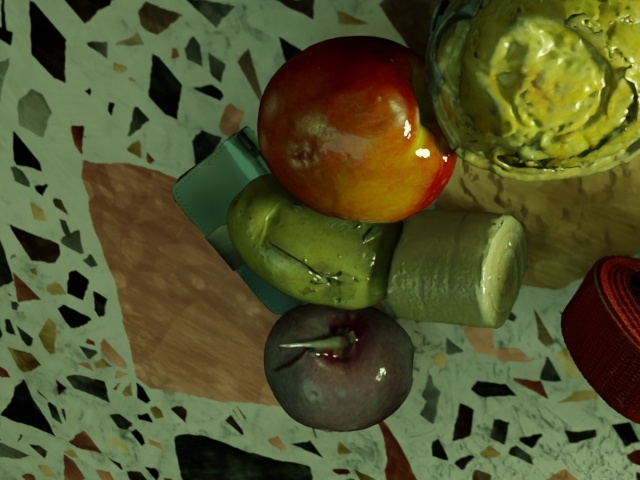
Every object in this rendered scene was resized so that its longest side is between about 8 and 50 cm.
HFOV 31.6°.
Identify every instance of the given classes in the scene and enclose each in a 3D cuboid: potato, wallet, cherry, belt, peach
[{"bbox_3d":[0.000,0.000,1.449,0.248,0.169,0.143,22,127,-15],"label":"potato"},{"bbox_3d":[-0.080,-0.024,1.592,0.250,0.075,0.176,50,132,-8],"label":"wallet"},{"bbox_3d":[0.025,0.179,1.596,0.213,0.183,0.266,13,159,3],"label":"cherry"},{"bbox_3d":[0.376,0.111,1.322,0.201,0.128,0.124,62,147,35],"label":"belt"},{"bbox_3d":[0.043,-0.127,1.339,0.244,0.199,0.243,16,132,19],"label":"peach"}]

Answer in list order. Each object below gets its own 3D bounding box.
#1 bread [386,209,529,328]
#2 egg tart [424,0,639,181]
[{"bbox_3d":[0.169,0.032,1.413,0.141,0.148,0.134,3,132,31],"label":"bread"},{"bbox_3d":[0.242,-0.179,1.193,0.291,0.107,0.290,5,119,10],"label":"egg tart"}]
